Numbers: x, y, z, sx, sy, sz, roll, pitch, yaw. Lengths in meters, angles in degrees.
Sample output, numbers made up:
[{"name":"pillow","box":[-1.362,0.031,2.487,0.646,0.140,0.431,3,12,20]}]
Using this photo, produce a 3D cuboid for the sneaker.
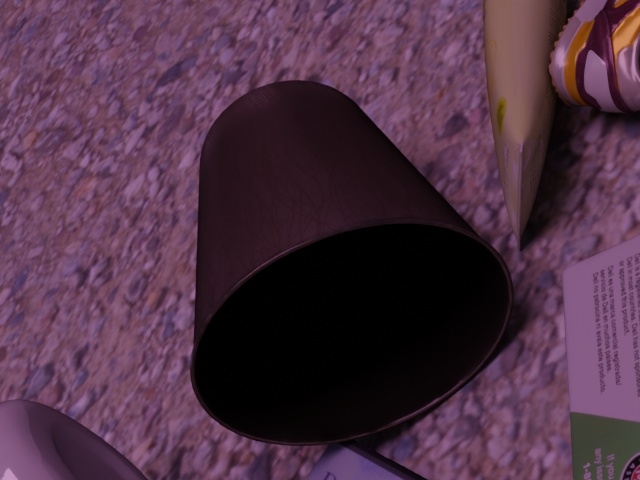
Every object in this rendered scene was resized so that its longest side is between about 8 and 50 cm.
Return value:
[{"name":"sneaker","box":[0.220,-0.163,1.196,0.084,0.069,0.185,12,74,43]}]

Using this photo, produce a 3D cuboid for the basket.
[{"name":"basket","box":[0.000,0.000,1.217,0.204,0.154,0.227,-21,34,2]}]

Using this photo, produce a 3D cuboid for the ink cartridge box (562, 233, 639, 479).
[{"name":"ink cartridge box","box":[0.263,0.063,0.885,0.278,0.117,0.201,-27,41,31]}]

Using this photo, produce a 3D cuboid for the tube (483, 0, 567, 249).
[{"name":"tube","box":[0.134,-0.114,1.234,0.062,0.070,0.240,-30,38,35]}]

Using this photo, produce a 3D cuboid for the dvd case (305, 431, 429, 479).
[{"name":"dvd case","box":[-0.003,0.248,1.101,0.180,0.022,0.253,21,75,54]}]

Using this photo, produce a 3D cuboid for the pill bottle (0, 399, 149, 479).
[{"name":"pill bottle","box":[-0.244,0.271,1.212,0.323,0.181,0.181,-47,35,6]}]
